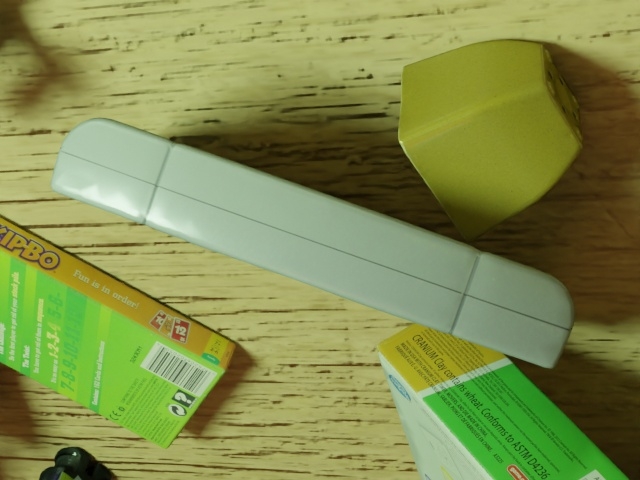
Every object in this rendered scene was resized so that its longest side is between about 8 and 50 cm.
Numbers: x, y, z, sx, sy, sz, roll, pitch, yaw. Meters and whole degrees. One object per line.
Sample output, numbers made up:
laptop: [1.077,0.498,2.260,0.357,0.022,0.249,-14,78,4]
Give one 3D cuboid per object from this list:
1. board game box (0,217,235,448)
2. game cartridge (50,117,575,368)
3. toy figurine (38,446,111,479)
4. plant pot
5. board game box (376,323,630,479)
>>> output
board game box: [-0.202,0.057,1.144,0.259,0.039,0.124,27,137,-9]
game cartridge: [0.000,0.000,0.907,0.297,0.062,0.198,20,176,3]
toy figurine: [-0.281,0.270,1.307,0.213,0.148,0.209,14,137,9]
plant pot: [0.100,-0.065,0.868,0.083,0.081,0.081,-25,121,21]
board game box: [0.155,0.227,1.038,0.064,0.242,0.316,-29,131,-12]
